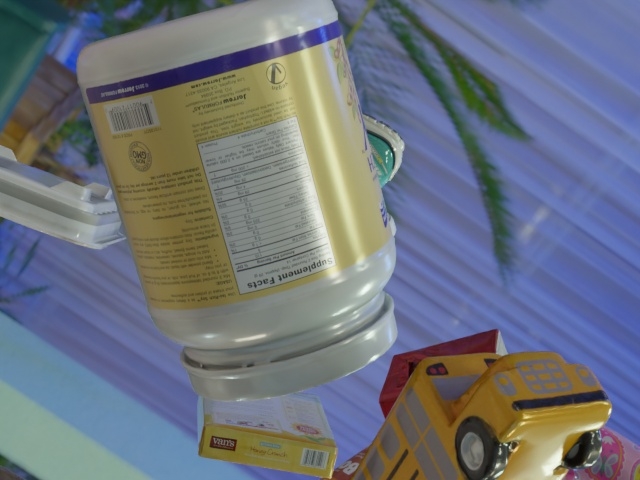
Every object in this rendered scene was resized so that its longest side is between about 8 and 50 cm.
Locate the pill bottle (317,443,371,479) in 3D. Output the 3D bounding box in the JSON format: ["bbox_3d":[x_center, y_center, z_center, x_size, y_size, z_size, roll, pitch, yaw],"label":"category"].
[{"bbox_3d":[0.043,0.396,1.709,0.216,0.121,0.121,-28,170,-32],"label":"pill bottle"}]

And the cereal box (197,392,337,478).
[{"bbox_3d":[-0.077,0.244,1.535,0.240,0.173,0.047,-126,-133,-81],"label":"cereal box"}]

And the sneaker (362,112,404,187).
[{"bbox_3d":[-0.012,-0.160,1.729,0.107,0.275,0.110,79,36,-76],"label":"sneaker"}]

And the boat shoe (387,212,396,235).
[{"bbox_3d":[0.000,0.000,1.624,0.258,0.084,0.095,-28,-158,-34],"label":"boat shoe"}]

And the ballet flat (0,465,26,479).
[{"bbox_3d":[-0.306,0.370,1.295,0.124,0.342,0.116,-9,-154,24],"label":"ballet flat"}]

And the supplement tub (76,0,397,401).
[{"bbox_3d":[-0.066,-0.045,1.058,0.241,0.331,0.241,-14,-167,3],"label":"supplement tub"}]

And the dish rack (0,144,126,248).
[{"bbox_3d":[-0.408,-0.075,1.608,0.333,0.285,0.072,-134,-116,-87],"label":"dish rack"}]

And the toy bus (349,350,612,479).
[{"bbox_3d":[0.108,0.208,0.976,0.130,0.108,0.333,63,-38,39],"label":"toy bus"}]

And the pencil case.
[{"bbox_3d":[0.399,0.317,1.691,0.124,0.284,0.124,-38,149,-29],"label":"pencil case"}]

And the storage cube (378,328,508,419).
[{"bbox_3d":[0.227,0.281,1.905,0.193,0.215,0.184,-16,-166,17],"label":"storage cube"}]
